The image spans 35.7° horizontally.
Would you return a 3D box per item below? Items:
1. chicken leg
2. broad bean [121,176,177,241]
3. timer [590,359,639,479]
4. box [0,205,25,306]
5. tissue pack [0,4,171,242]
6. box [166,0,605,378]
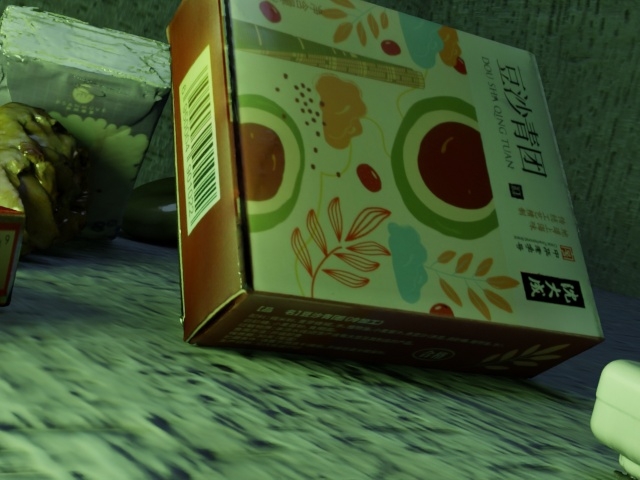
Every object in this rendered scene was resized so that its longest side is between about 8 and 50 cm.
[{"bbox_3d":[-0.440,-0.066,1.165,0.409,0.182,0.295,4,23,-37],"label":"chicken leg"},{"bbox_3d":[-0.272,-0.056,1.794,0.189,0.121,0.263,8,5,8],"label":"broad bean"},{"bbox_3d":[0.290,0.142,0.574,0.178,0.078,0.253,13,4,-18],"label":"timer"},{"bbox_3d":[-0.389,-0.006,0.700,0.197,0.089,0.313,14,3,21],"label":"box"},{"bbox_3d":[-0.370,-0.153,1.433,0.242,0.343,0.125,10,47,-22],"label":"tissue pack"},{"bbox_3d":[0.057,-0.059,0.956,0.385,0.344,0.122,9,-31,-28],"label":"box"}]
